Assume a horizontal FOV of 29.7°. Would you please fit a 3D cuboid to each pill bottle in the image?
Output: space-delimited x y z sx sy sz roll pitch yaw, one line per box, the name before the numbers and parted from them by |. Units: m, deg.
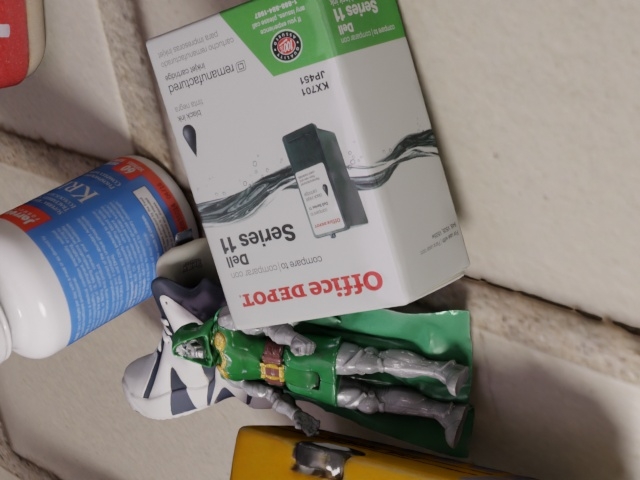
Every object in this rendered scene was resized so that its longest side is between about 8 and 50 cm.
pill bottle | -0.221 0.023 1.017 0.124 0.221 0.124 27 133 33

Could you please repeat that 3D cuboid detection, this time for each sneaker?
sneaker | -0.107 0.065 1.028 0.235 0.094 0.153 -8 108 50

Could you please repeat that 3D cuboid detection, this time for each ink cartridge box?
ink cartridge box | -0.008 -0.055 0.793 0.153 0.087 0.208 -12 98 38

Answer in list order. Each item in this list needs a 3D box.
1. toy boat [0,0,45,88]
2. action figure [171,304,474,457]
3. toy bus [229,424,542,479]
toy boat | -0.331 -0.227 1.022 0.151 0.151 0.231 32 136 29
action figure | -0.005 0.094 0.897 0.232 0.063 0.137 9 121 21
toy bus | 0.073 0.212 0.867 0.332 0.130 0.108 5 85 40
